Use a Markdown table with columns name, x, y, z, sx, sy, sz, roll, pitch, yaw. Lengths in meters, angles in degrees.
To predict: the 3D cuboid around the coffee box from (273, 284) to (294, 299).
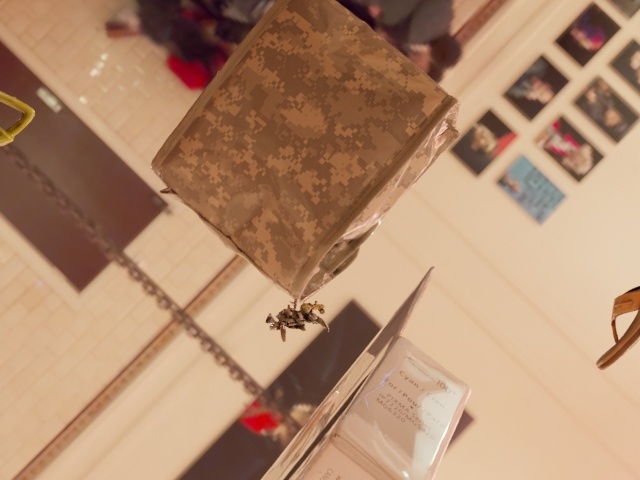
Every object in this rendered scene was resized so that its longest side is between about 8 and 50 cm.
| name | x | y | z | sx | sy | sz | roll | pitch | yaw |
| --- | --- | --- | --- | --- | --- | --- | --- | --- | --- |
| coffee box | 0.000 | 0.000 | 1.539 | 0.184 | 0.040 | 0.113 | -47 | -155 | -7 |

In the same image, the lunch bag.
| name | x | y | z | sx | sy | sz | roll | pitch | yaw |
| --- | --- | --- | --- | --- | --- | --- | --- | --- | --- |
| lunch bag | -0.019 | -0.101 | 1.185 | 0.287 | 0.235 | 0.169 | -48 | 168 | -3 |

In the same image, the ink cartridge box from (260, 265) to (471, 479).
| name | x | y | z | sx | sy | sz | roll | pitch | yaw |
| --- | --- | --- | --- | --- | --- | --- | --- | --- | --- |
| ink cartridge box | -0.007 | 0.182 | 0.718 | 0.296 | 0.066 | 0.261 | -54 | 176 | 26 |

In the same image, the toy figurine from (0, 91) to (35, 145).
| name | x | y | z | sx | sy | sz | roll | pitch | yaw |
| --- | --- | --- | --- | --- | --- | --- | --- | --- | --- |
| toy figurine | -0.450 | -0.122 | 0.870 | 0.217 | 0.362 | 0.191 | 21 | -94 | 52 |

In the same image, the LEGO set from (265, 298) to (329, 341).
| name | x | y | z | sx | sy | sz | roll | pitch | yaw |
| --- | --- | --- | --- | --- | --- | --- | --- | --- | --- |
| LEGO set | -0.020 | 0.062 | 0.906 | 0.083 | 0.054 | 0.024 | -101 | -164 | -72 |

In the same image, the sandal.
| name | x | y | z | sx | sy | sz | roll | pitch | yaw |
| --- | --- | --- | --- | --- | --- | --- | --- | --- | --- |
| sandal | 0.349 | 0.065 | 1.150 | 0.072 | 0.049 | 0.180 | -20 | 141 | -52 |
